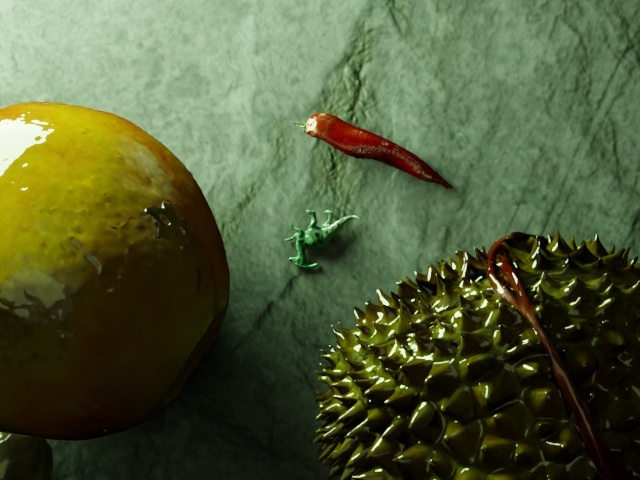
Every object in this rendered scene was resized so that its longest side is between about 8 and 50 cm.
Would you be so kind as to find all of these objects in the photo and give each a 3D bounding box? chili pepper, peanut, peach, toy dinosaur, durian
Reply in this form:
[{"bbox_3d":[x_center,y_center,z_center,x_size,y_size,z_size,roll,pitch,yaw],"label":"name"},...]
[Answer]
[{"bbox_3d":[0.054,-0.093,1.708,0.178,0.045,0.027,26,106,14],"label":"chili pepper"},{"bbox_3d":[-0.379,0.288,1.833,0.098,0.103,0.229,36,104,-26],"label":"peanut"},{"bbox_3d":[-0.277,0.031,1.694,0.373,0.290,0.372,17,127,23],"label":"peach"},{"bbox_3d":[0.000,0.000,1.737,0.083,0.021,0.062,7,98,25],"label":"toy dinosaur"},{"bbox_3d":[0.183,0.156,1.517,0.384,0.348,0.347,-34,75,42],"label":"durian"}]
